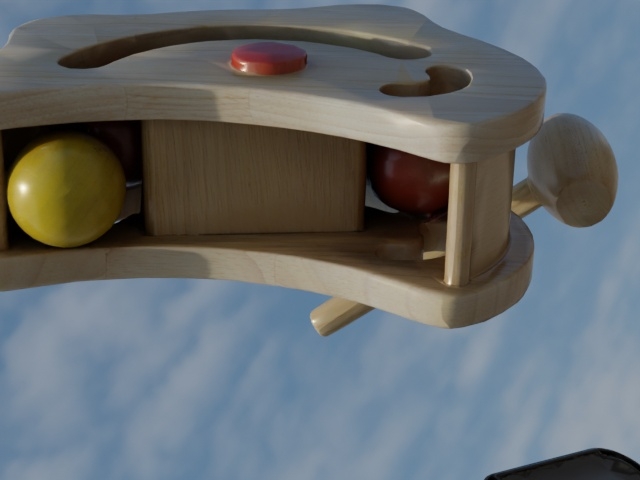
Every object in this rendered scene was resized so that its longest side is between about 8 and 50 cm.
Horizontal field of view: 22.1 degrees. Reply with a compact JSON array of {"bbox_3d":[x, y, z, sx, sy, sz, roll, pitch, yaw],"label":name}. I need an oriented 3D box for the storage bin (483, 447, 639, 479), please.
[{"bbox_3d":[0.146,0.188,0.747,0.122,0.180,0.084,-5,-50,-46],"label":"storage bin"}]

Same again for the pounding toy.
[{"bbox_3d":[0.000,0.000,0.631,0.269,0.154,0.155,-3,-66,-10],"label":"pounding toy"}]
